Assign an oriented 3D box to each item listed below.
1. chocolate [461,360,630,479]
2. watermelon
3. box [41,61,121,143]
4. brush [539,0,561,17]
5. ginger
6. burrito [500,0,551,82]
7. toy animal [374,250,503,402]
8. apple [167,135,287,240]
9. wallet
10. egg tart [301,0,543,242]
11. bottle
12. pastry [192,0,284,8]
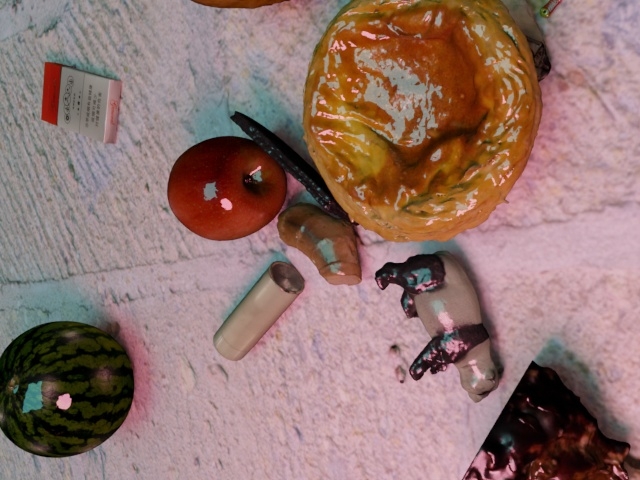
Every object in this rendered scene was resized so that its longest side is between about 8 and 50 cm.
[{"bbox_3d":[0.280,0.284,0.805,0.177,0.206,0.224,29,108,21],"label":"chocolate"},{"bbox_3d":[-0.534,0.306,1.391,0.285,0.285,0.285,5,99,37],"label":"watermelon"},{"bbox_3d":[-0.526,-0.303,1.453,0.245,0.035,0.138,20,108,35],"label":"box"},{"bbox_3d":[0.299,-0.311,0.819,0.018,0.021,0.083,52,123,18],"label":"brush"},{"bbox_3d":[0.000,0.002,1.060,0.190,0.069,0.095,36,124,29],"label":"ginger"},{"bbox_3d":[0.232,-0.306,0.847,0.058,0.063,0.229,-18,82,10],"label":"burrito"},{"bbox_3d":[0.175,0.121,0.931,0.121,0.094,0.225,-26,79,28],"label":"toy animal"},{"bbox_3d":[-0.154,-0.086,1.096,0.168,0.181,0.180,-8,90,54],"label":"apple"},{"bbox_3d":[-0.035,-0.115,1.041,0.244,0.124,0.025,45,100,26],"label":"wallet"},{"bbox_3d":[0.132,-0.169,0.885,0.352,0.150,0.351,6,100,37],"label":"egg tart"},{"bbox_3d":[-0.110,0.126,1.160,0.072,0.072,0.201,53,123,20],"label":"bottle"},{"bbox_3d":[-0.090,-0.469,0.919,0.356,0.356,0.163,-36,67,35],"label":"pastry"}]
